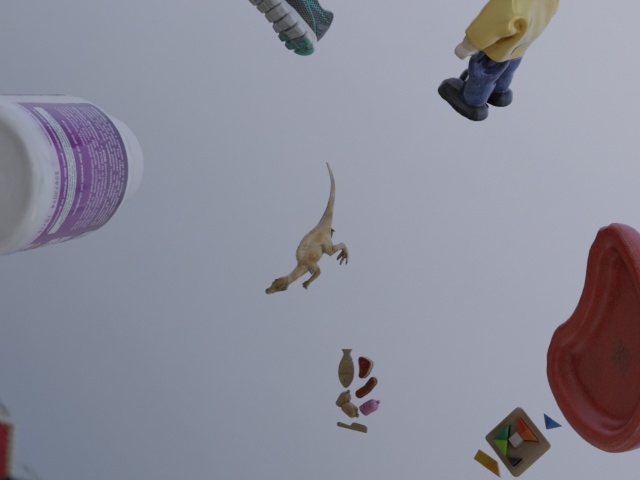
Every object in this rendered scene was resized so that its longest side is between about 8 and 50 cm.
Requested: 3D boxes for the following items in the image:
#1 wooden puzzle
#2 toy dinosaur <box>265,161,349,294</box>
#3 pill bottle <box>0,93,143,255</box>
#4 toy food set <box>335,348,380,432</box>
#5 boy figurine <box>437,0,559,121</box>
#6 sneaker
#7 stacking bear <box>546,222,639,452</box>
[{"bbox_3d":[0.263,0.271,1.602,0.078,0.116,0.014,44,8,36],"label":"wooden puzzle"},{"bbox_3d":[0.000,0.000,1.513,0.053,0.183,0.092,29,2,28],"label":"toy dinosaur"},{"bbox_3d":[-0.310,-0.077,1.309,0.169,0.169,0.301,54,16,4],"label":"pill bottle"},{"bbox_3d":[0.061,0.231,1.839,0.078,0.019,0.122,8,-89,34],"label":"toy food set"},{"bbox_3d":[0.234,-0.280,1.500,0.092,0.177,0.285,41,-38,22],"label":"boy figurine"},{"bbox_3d":[-0.046,-0.318,1.516,0.166,0.076,0.065,53,-28,-18],"label":"sneaker"},{"bbox_3d":[0.363,0.101,0.985,0.164,0.289,0.175,-106,-155,-52],"label":"stacking bear"}]
